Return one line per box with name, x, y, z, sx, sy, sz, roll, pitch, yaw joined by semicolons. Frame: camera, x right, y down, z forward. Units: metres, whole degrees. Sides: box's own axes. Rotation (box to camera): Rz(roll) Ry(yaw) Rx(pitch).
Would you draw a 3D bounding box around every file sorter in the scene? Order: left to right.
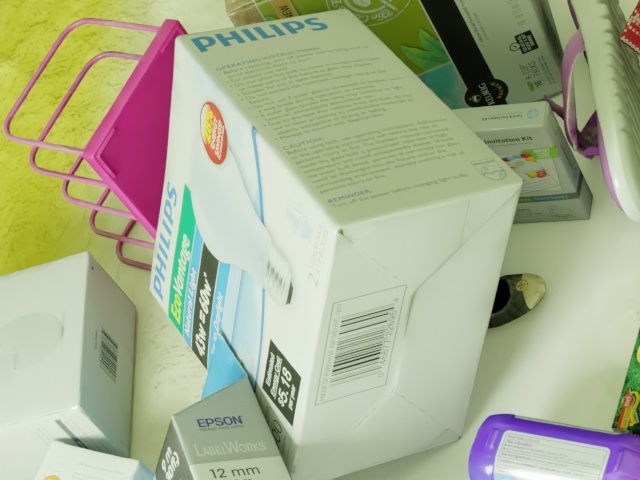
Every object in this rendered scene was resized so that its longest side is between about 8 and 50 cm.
file sorter;-0.219;-0.109;2.160;0.182;0.291;0.202;12;63;36

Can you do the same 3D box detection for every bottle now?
bottle;0.291;0.242;1.755;0.282;0.118;0.092;7;60;30

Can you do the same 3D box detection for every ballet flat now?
ballet flat;0.169;0.070;1.988;0.173;0.049;0.057;-14;52;17

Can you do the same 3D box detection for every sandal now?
sandal;0.311;-0.169;2.026;0.102;0.169;0.416;-21;43;20

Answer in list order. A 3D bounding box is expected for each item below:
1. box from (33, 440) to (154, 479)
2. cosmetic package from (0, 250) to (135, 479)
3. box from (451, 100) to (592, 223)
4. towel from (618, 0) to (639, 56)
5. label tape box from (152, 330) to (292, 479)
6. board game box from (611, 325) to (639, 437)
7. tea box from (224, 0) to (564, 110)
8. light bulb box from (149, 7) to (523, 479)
box;-0.267;0.329;1.992;0.130;0.091;0.170;8;61;32
cosmetic package;-0.352;0.162;2.127;0.224;0.138;0.224;-14;52;16
box;0.212;-0.083;1.988;0.145;0.186;0.038;-3;55;24
towel;0.474;-0.279;2.027;0.275;0.199;0.031;-58;8;-19
label tape box;-0.117;0.303;1.824;0.115;0.249;0.348;-4;44;-26
board game box;0.401;0.094;1.858;0.136;0.030;0.260;-2;55;37
tea box;0.085;-0.296;2.114;0.323;0.329;0.220;-20;50;14
light bulb box;0.000;0.000;1.890;0.225;0.358;0.361;-13;41;-28
